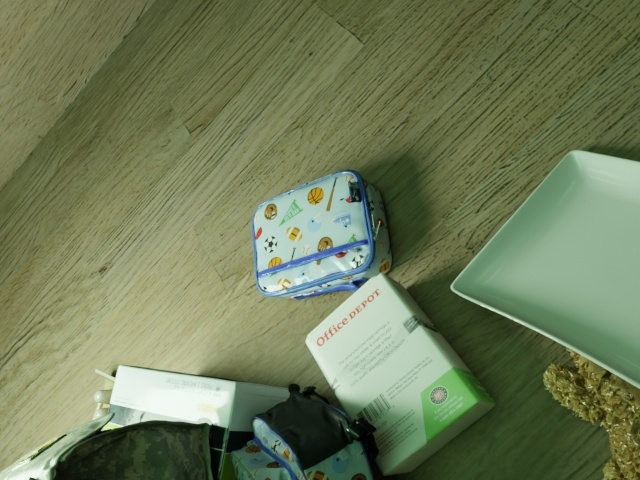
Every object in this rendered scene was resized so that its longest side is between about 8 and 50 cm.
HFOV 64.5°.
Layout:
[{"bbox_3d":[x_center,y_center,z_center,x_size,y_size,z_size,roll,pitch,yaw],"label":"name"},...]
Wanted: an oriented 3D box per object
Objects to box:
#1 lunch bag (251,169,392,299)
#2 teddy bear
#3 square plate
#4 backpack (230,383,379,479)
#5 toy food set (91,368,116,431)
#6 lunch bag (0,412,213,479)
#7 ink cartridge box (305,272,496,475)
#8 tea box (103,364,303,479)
[{"bbox_3d":[0.000,0.000,1.058,0.304,0.115,0.242,-18,65,28],"label":"lunch bag"},{"bbox_3d":[0.439,0.183,0.709,0.245,0.113,0.337,-35,48,9],"label":"teddy bear"},{"bbox_3d":[0.426,0.025,0.724,0.344,0.049,0.347,-45,40,-13],"label":"square plate"},{"bbox_3d":[-0.004,0.394,0.794,0.213,0.263,0.276,-31,7,-18],"label":"backpack"},{"bbox_3d":[-0.533,0.489,1.233,0.220,0.092,0.305,7,77,36],"label":"toy food set"},{"bbox_3d":[-0.342,0.364,0.753,0.235,0.287,0.168,-29,58,23],"label":"lunch bag"},{"bbox_3d":[0.128,0.225,0.879,0.198,0.115,0.272,-43,54,12],"label":"ink cartridge box"},{"bbox_3d":[-0.242,0.427,0.982,0.329,0.220,0.323,-2,70,33],"label":"tea box"}]
